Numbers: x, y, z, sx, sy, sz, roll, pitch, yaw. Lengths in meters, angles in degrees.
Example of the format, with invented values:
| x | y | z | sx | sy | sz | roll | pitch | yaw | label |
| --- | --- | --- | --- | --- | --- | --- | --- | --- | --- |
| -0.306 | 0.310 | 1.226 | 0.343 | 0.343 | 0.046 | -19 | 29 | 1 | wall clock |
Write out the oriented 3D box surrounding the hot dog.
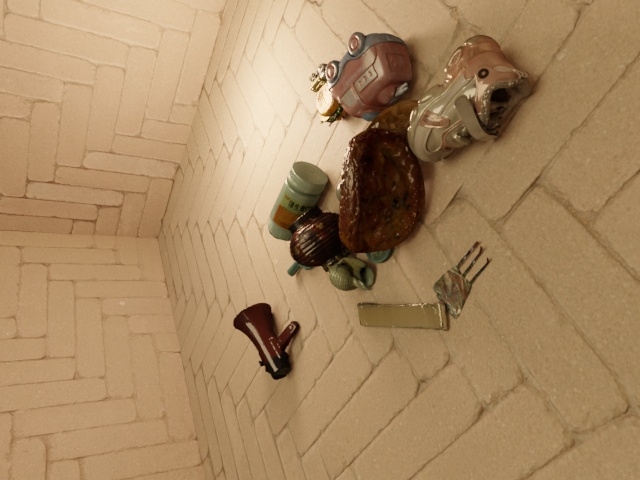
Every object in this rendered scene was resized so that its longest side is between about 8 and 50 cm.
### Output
| x | y | z | sx | sy | sz | roll | pitch | yaw | label |
| --- | --- | --- | --- | --- | --- | --- | --- | --- | --- |
| 0.173 | -0.137 | 1.462 | 0.174 | 0.267 | 0.387 | 37 | 130 | 55 | hot dog |

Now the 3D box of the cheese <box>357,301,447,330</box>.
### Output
| x | y | z | sx | sy | sz | roll | pitch | yaw | label |
| --- | --- | --- | --- | --- | --- | --- | --- | --- | --- |
| 0.243 | 0.237 | 1.540 | 0.400 | 0.034 | 0.085 | -10 | 82 | 58 | cheese |

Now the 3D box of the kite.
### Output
| x | y | z | sx | sy | sz | roll | pitch | yaw | label |
| --- | --- | --- | --- | --- | --- | --- | --- | --- | --- |
| 0.390 | 0.106 | 1.343 | 0.127 | 0.016 | 0.229 | 62 | 139 | 36 | kite |

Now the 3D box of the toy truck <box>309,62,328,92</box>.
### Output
| x | y | z | sx | sy | sz | roll | pitch | yaw | label |
| --- | --- | --- | --- | --- | --- | --- | --- | --- | --- |
| 0.000 | -0.664 | 2.006 | 0.123 | 0.052 | 0.062 | -38 | 60 | 52 | toy truck |

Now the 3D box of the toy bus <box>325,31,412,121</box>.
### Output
| x | y | z | sx | sy | sz | roll | pitch | yaw | label |
| --- | --- | --- | --- | --- | --- | --- | --- | --- | --- |
| 0.169 | -0.520 | 1.603 | 0.294 | 0.197 | 0.231 | -35 | 68 | 49 | toy bus |

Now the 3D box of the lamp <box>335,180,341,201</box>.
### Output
| x | y | z | sx | sy | sz | roll | pitch | yaw | label |
| --- | --- | --- | --- | --- | --- | --- | --- | --- | --- |
| 0.106 | -0.174 | 1.737 | 0.105 | 0.105 | 0.105 | -9 | 80 | 58 | lamp |

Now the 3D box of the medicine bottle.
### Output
| x | y | z | sx | sy | sz | roll | pitch | yaw | label |
| --- | --- | --- | --- | --- | --- | --- | --- | --- | --- |
| -0.102 | -0.154 | 2.019 | 0.318 | 0.158 | 0.158 | -60 | 40 | 35 | medicine bottle |

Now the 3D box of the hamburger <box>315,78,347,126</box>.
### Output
| x | y | z | sx | sy | sz | roll | pitch | yaw | label |
| --- | --- | --- | --- | --- | --- | --- | --- | --- | --- |
| 0.052 | -0.534 | 1.869 | 0.164 | 0.093 | 0.189 | -21 | 71 | 53 | hamburger |

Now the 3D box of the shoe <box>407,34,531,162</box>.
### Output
| x | y | z | sx | sy | sz | roll | pitch | yaw | label |
| --- | --- | --- | --- | --- | --- | --- | --- | --- | --- |
| 0.372 | -0.328 | 1.264 | 0.198 | 0.172 | 0.351 | 59 | 136 | 38 | shoe |

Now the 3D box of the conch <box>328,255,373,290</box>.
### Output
| x | y | z | sx | sy | sz | roll | pitch | yaw | label |
| --- | --- | --- | --- | --- | --- | --- | --- | --- | --- |
| 0.105 | 0.110 | 1.700 | 0.102 | 0.153 | 0.135 | -91 | 10 | -61 | conch |

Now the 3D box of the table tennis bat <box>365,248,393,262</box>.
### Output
| x | y | z | sx | sy | sz | roll | pitch | yaw | label |
| --- | --- | --- | --- | --- | --- | --- | --- | --- | --- |
| 0.183 | -0.037 | 1.668 | 0.149 | 0.038 | 0.237 | -43 | 55 | 48 | table tennis bat |

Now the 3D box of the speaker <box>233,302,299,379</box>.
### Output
| x | y | z | sx | sy | sz | roll | pitch | yaw | label |
| --- | --- | --- | --- | --- | --- | --- | --- | --- | --- |
| -0.207 | 0.426 | 2.196 | 0.259 | 0.198 | 0.329 | -41 | 58 | -2 | speaker |

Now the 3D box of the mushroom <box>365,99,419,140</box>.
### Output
| x | y | z | sx | sy | sz | roll | pitch | yaw | label |
| --- | --- | --- | --- | --- | --- | --- | --- | --- | --- |
| 0.201 | -0.326 | 1.556 | 0.285 | 0.151 | 0.156 | -57 | 44 | 38 | mushroom |

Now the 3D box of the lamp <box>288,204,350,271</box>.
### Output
| x | y | z | sx | sy | sz | roll | pitch | yaw | label |
| --- | --- | --- | --- | --- | --- | --- | --- | --- | --- |
| 0.000 | 0.000 | 1.788 | 0.247 | 0.247 | 0.247 | -9 | 80 | 58 | lamp |

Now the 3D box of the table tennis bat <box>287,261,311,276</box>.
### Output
| x | y | z | sx | sy | sz | roll | pitch | yaw | label |
| --- | --- | --- | --- | --- | --- | --- | --- | --- | --- |
| -0.073 | 0.071 | 2.066 | 0.244 | 0.040 | 0.153 | -51 | 45 | 37 | table tennis bat |
